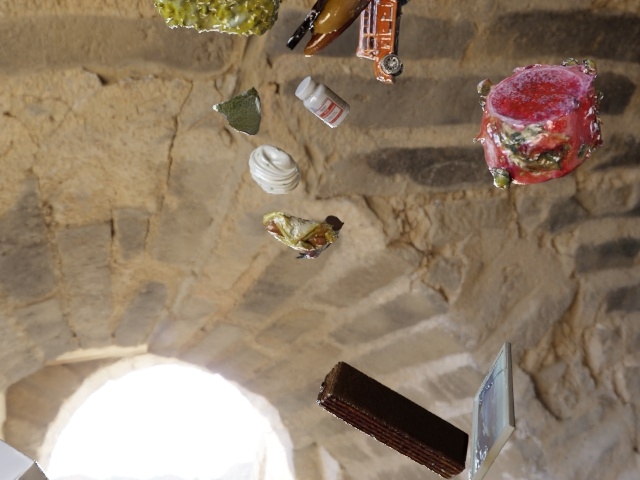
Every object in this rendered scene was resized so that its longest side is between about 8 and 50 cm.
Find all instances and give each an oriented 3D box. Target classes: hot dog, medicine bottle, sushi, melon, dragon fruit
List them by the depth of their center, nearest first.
[{"bbox_3d":[0.380,-0.222,1.043,0.282,0.211,0.147,-42,-58,-11],"label":"dragon fruit"},{"bbox_3d":[-0.044,-0.013,1.271,0.168,0.061,0.078,13,-54,-3],"label":"hot dog"},{"bbox_3d":[-0.261,-0.702,1.429,0.351,0.397,0.240,-1,-26,-4],"label":"sushi"},{"bbox_3d":[0.005,-0.374,1.607,0.140,0.079,0.079,34,-46,-26],"label":"medicine bottle"},{"bbox_3d":[0.048,-0.647,1.706,0.326,0.107,0.194,-50,4,17],"label":"hot dog"},{"bbox_3d":[-0.240,-0.404,1.798,0.139,0.093,0.202,-57,-28,8],"label":"melon"}]

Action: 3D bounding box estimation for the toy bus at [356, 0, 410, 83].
[{"bbox_3d":[0.194,-0.661,1.872,0.153,0.329,0.143,5,12,12],"label":"toy bus"}]

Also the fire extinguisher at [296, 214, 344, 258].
[{"bbox_3d":[0.000,0.000,1.379,0.064,0.043,0.158,-1,-30,-28],"label":"fire extinguisher"}]

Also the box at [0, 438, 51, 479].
[{"bbox_3d":[-0.474,0.404,0.894,0.274,0.203,0.116,2,32,42],"label":"box"}]

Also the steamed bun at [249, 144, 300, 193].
[{"bbox_3d":[-0.153,-0.219,1.927,0.106,0.183,0.183,-49,-6,-28],"label":"steamed bun"}]

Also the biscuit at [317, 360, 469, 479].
[{"bbox_3d":[0.176,0.428,1.425,0.388,0.107,0.073,30,-49,-5],"label":"biscuit"}]

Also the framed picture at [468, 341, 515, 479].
[{"bbox_3d":[0.461,0.463,1.613,0.022,0.335,0.247,21,-59,5],"label":"framed picture"}]
